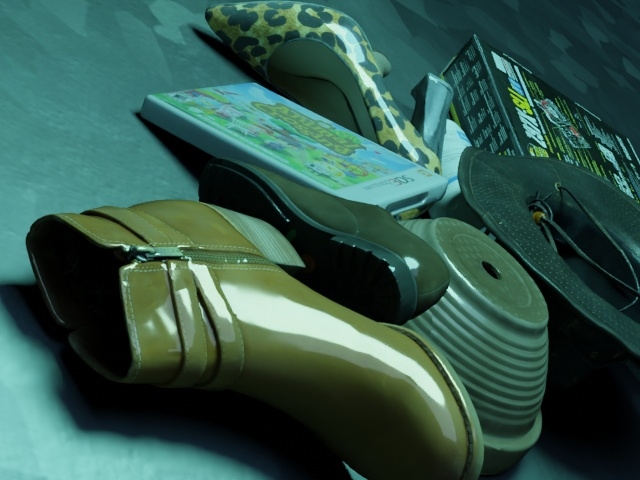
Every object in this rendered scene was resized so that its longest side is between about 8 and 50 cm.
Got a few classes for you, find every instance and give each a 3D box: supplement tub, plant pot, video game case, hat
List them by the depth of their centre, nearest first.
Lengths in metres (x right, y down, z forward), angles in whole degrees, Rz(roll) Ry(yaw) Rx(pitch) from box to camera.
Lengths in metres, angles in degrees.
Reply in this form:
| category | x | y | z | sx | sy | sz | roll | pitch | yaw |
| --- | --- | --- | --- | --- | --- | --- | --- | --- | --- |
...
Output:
| category | x | y | z | sx | sy | sz | roll | pitch | yaw |
| --- | --- | --- | --- | --- | --- | --- | --- | --- | --- |
| plant pot | 0.102 | 0.060 | 1.258 | 0.237 | 0.110 | 0.237 | 34 | 24 | -17 |
| video game case | -0.017 | -0.077 | 1.345 | 0.212 | 0.023 | 0.193 | 28 | 19 | 19 |
| hat | 0.231 | 0.056 | 1.441 | 0.331 | 0.134 | 0.331 | 28 | 24 | -14 |
| supplement tub | 0.126 | -0.062 | 1.560 | 0.071 | 0.071 | 0.107 | 22 | 30 | -37 |

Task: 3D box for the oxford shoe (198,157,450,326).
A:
| category | x | y | z | sx | sy | sz | roll | pitch | yaw |
| --- | --- | --- | --- | --- | --- | --- | --- | --- | --- |
| oxford shoe | 0.000 | 0.000 | 1.185 | 0.227 | 0.083 | 0.096 | 32 | 32 | 33 |

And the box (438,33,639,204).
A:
| category | x | y | z | sx | sy | sz | roll | pitch | yaw |
| --- | --- | --- | --- | --- | --- | --- | --- | --- | --- |
| box | 0.275 | -0.075 | 1.809 | 0.257 | 0.079 | 0.322 | 28 | 26 | -23 |

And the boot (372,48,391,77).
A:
| category | x | y | z | sx | sy | sz | roll | pitch | yaw |
| --- | --- | --- | --- | --- | --- | --- | --- | --- | --- |
| boot | 0.054 | -0.159 | 1.670 | 0.118 | 0.042 | 0.087 | 5 | 48 | -52 |

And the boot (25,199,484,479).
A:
| category | x | y | z | sx | sy | sz | roll | pitch | yaw |
| --- | --- | --- | --- | --- | --- | --- | --- | --- | --- |
| boot | -0.041 | 0.070 | 1.014 | 0.283 | 0.109 | 0.220 | 50 | 23 | 24 |

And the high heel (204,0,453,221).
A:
| category | x | y | z | sx | sy | sz | roll | pitch | yaw |
| --- | --- | --- | --- | --- | --- | --- | --- | --- | --- |
| high heel | 0.000 | -0.122 | 1.482 | 0.261 | 0.093 | 0.186 | 22 | 49 | -9 |
